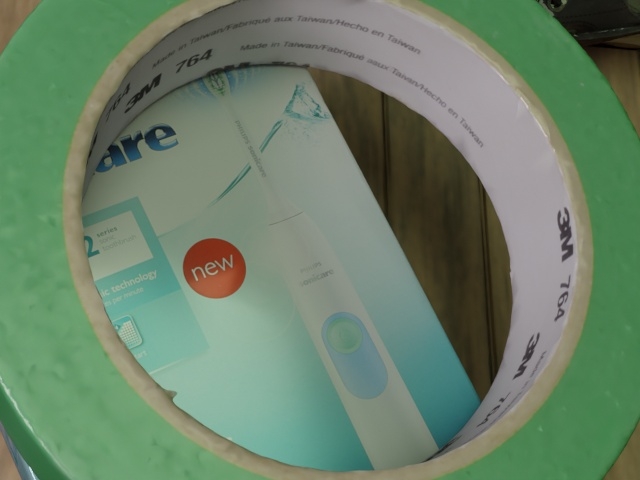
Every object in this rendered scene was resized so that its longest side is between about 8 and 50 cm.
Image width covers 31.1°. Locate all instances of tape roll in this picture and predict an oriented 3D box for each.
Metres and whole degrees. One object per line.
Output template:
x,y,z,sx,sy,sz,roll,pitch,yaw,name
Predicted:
0.000,0.000,0.530,0.321,0.077,0.321,5,70,-13,tape roll

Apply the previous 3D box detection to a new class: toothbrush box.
-0.060,0.064,0.602,0.216,0.126,0.295,-22,77,-20,toothbrush box

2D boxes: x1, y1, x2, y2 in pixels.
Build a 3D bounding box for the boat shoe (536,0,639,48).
0.171,-0.173,0.752,0.285,0.092,0.102,-5,73,-15,boat shoe
